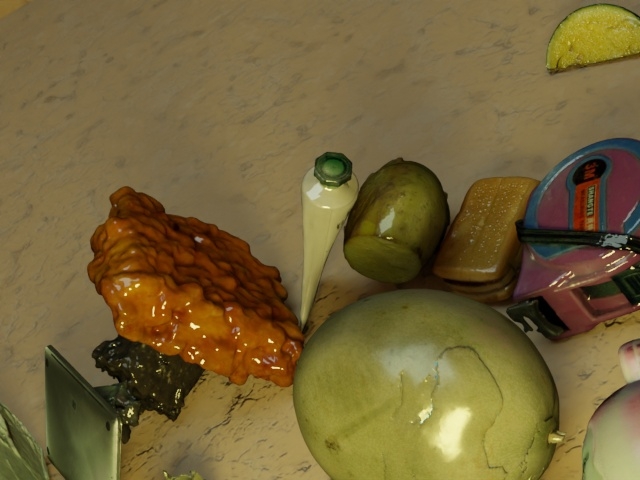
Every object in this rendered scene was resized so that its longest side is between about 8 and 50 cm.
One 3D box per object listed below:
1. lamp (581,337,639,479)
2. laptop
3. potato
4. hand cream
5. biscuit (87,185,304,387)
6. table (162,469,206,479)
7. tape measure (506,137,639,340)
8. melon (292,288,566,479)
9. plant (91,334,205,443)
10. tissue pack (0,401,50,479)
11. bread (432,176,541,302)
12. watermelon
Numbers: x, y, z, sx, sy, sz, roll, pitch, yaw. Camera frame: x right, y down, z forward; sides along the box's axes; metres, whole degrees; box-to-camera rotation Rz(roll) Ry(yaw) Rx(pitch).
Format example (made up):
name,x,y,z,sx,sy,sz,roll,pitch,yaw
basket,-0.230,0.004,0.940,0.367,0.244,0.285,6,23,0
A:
name,x,y,z,sx,sy,sz,roll,pitch,yaw
lamp,0.373,0.253,1.338,0.247,0.301,0.247,-17,37,19
laptop,-0.341,0.281,2.029,0.015,0.188,0.269,-8,22,-30
potato,0.102,-0.025,1.973,0.141,0.176,0.298,16,7,8
hand cream,0.000,0.000,1.970,0.076,0.336,0.121,15,55,4
biscuit,-0.181,0.066,2.036,0.110,0.312,0.318,-56,24,19
table,-0.178,0.353,1.865,0.062,0.083,0.079,-6,44,34
tape measure,0.359,-0.006,1.814,0.245,0.149,0.231,-19,39,33
melon,0.129,0.191,1.649,0.330,0.268,0.268,8,52,38
plant,-0.262,0.203,2.076,0.203,0.131,0.142,-39,33,-18
tissue pack,-0.567,0.436,1.979,0.405,0.205,0.332,-34,34,-1
bread,0.238,-0.004,1.962,0.116,0.077,0.200,-5,42,38
watermelon,0.440,-0.317,2.217,0.181,0.075,0.092,-10,85,33
